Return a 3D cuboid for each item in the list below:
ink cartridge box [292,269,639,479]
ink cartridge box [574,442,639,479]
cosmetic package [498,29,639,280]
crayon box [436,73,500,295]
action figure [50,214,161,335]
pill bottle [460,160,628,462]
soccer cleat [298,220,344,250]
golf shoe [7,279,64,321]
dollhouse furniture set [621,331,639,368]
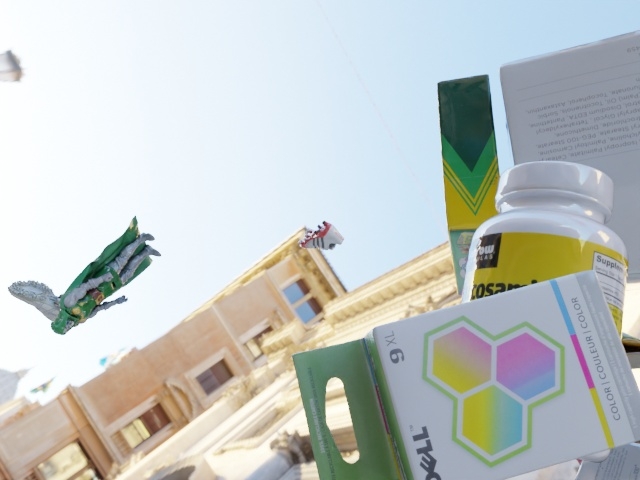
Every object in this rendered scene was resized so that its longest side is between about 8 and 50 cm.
[{"bbox_3d":[0.092,0.100,0.378,0.062,0.209,0.109,91,-15,-76],"label":"ink cartridge box"},{"bbox_3d":[0.609,0.515,1.080,0.272,0.130,0.309,0,-44,48],"label":"ink cartridge box"},{"bbox_3d":[0.520,-0.112,1.019,0.327,0.329,0.393,-9,-103,19],"label":"cosmetic package"},{"bbox_3d":[0.308,-0.091,1.150,0.106,0.313,0.363,-6,-24,14],"label":"crayon box"},{"bbox_3d":[-0.384,0.078,1.010,0.063,0.232,0.137,24,-35,23],"label":"action figure"},{"bbox_3d":[0.270,0.082,0.703,0.188,0.188,0.334,-3,-112,47],"label":"pill bottle"},{"bbox_3d":[0.000,0.000,0.684,0.035,0.029,0.083,39,-25,-11],"label":"soccer cleat"},{"bbox_3d":[-0.617,0.147,1.272,0.176,0.069,0.086,19,-64,0],"label":"golf shoe"},{"bbox_3d":[0.451,0.146,1.059,0.197,0.301,0.151,-120,-152,-74],"label":"dollhouse furniture set"}]
